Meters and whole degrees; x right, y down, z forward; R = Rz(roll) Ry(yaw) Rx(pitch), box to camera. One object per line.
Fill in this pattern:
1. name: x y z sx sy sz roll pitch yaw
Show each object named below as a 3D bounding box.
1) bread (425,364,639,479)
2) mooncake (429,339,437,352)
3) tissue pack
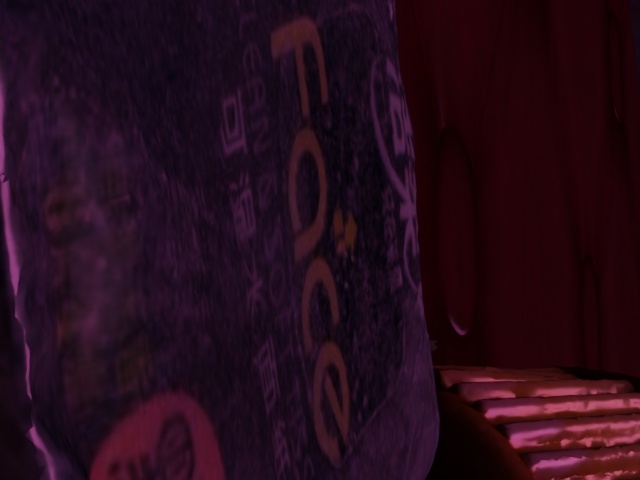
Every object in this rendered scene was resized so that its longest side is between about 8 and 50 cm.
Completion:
1. bread: 0.069 0.193 0.725 0.156 0.204 0.288 -2 88 -33
2. mooncake: 0.005 -0.010 0.755 0.347 0.150 0.057 51 47 -34
3. tissue pack: -0.050 0.010 0.473 0.315 0.103 0.228 -44 131 -69
